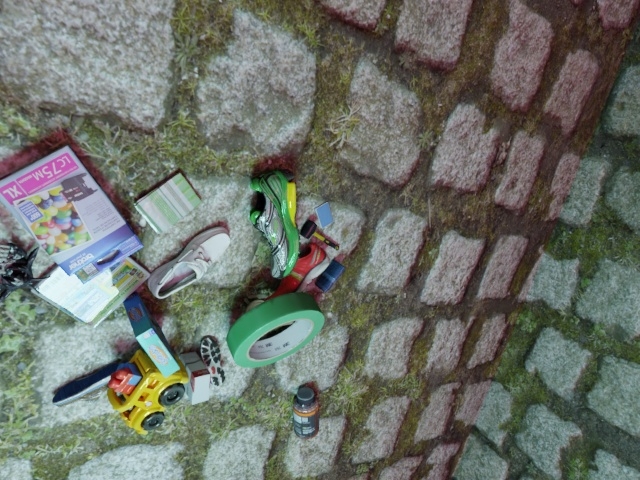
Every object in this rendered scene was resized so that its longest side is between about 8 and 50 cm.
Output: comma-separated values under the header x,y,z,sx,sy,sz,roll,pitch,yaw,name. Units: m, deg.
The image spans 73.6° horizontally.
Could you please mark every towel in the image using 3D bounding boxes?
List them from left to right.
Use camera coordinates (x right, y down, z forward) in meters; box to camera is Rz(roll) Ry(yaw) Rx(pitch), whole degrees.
x,y,z,sx,sy,sz,roll,pitch,yaw,name
-0.418,-0.103,1.177,0.152,0.023,0.113,-41,129,-16,towel
0.035,0.128,1.551,0.119,0.067,0.029,-51,130,-5,towel

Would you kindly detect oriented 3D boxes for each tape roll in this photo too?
x,y,z,sx,sy,sz,roll,pitch,yaw,name
-0.144,0.299,1.407,0.321,0.077,0.321,-23,148,-16,tape roll

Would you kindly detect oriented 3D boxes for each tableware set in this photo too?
x,y,z,sx,sy,sz,roll,pitch,yaw,name
-0.177,0.234,1.472,0.194,0.039,0.128,-3,98,-39,tableware set

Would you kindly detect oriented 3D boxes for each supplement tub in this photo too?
x,y,z,sx,sy,sz,roll,pitch,yaw,name
-0.057,0.685,1.707,0.106,0.106,0.198,-14,117,-29,supplement tub

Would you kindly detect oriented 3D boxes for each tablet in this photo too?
x,y,z,sx,sy,sz,roll,pitch,yaw,name
0.014,-0.088,1.482,0.054,0.006,0.083,-31,125,-20,tablet

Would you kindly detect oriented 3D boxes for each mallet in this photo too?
x,y,z,sx,sy,sz,roll,pitch,yaw,name
0.000,0.000,1.496,0.062,0.039,0.189,-52,133,-5,mallet

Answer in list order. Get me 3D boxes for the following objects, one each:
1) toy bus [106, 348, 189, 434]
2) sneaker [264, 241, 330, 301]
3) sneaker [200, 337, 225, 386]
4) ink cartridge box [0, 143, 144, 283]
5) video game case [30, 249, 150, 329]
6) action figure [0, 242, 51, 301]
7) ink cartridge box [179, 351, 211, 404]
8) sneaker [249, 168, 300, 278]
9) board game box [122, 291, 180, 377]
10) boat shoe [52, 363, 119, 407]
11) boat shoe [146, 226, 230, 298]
x,y,z,sx,sy,sz,roll,pitch,yaw,name
-0.526,0.428,1.223,0.220,0.149,0.211,-54,143,-1,toy bus
-0.095,0.114,1.445,0.279,0.107,0.118,-44,101,-22,sneaker
-0.368,0.400,1.402,0.068,0.071,0.170,-22,107,-50,sneaker
-0.593,-0.051,1.035,0.186,0.065,0.311,-36,121,-16,ink cartridge box
-0.602,0.108,1.139,0.212,0.023,0.193,-46,128,-10,video game case
-0.748,0.055,0.943,0.275,0.141,0.164,36,86,-35,action figure
-0.397,0.429,1.346,0.056,0.135,0.099,-4,112,-36,ink cartridge box
-0.152,-0.044,1.328,0.146,0.134,0.344,-11,107,-23,sneaker
-0.467,0.254,1.174,0.047,0.210,0.160,-31,124,-20,board game box
-0.653,0.425,1.214,0.183,0.066,0.066,-23,123,-24,boat shoe
-0.364,0.071,1.237,0.277,0.096,0.098,-41,127,-13,boat shoe
